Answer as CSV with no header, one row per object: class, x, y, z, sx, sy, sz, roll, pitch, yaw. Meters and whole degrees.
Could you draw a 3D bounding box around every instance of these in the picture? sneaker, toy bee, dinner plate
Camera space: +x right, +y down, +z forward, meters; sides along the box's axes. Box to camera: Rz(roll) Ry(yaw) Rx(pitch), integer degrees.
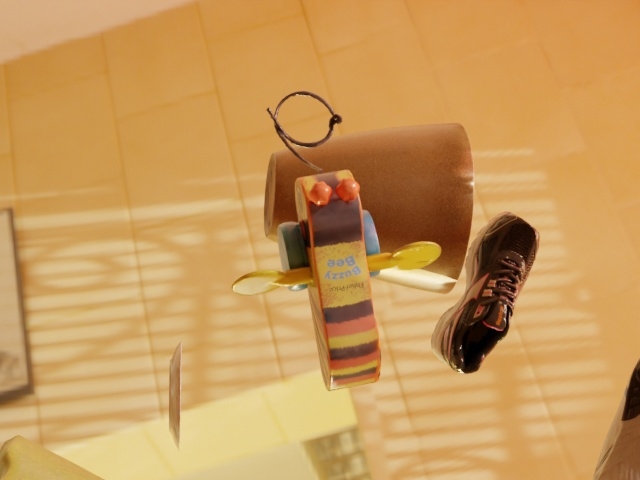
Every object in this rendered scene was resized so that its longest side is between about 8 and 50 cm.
sneaker,0.341,0.187,1.241,0.237,0.085,0.086,-66,-16,3
toy bee,0.000,0.000,1.179,0.195,0.298,0.162,-31,-1,-8
sneaker,0.179,0.062,1.247,0.072,0.077,0.178,17,-77,-14
dinner plate,-0.188,0.201,1.576,0.017,0.141,0.141,0,-38,-5

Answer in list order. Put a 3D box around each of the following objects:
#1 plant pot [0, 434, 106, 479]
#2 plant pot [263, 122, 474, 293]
plant pot,-0.170,0.282,0.867,0.254,0.276,0.276,37,-54,-8
plant pot,0.056,-0.054,1.659,0.254,0.237,0.237,5,-39,-9
